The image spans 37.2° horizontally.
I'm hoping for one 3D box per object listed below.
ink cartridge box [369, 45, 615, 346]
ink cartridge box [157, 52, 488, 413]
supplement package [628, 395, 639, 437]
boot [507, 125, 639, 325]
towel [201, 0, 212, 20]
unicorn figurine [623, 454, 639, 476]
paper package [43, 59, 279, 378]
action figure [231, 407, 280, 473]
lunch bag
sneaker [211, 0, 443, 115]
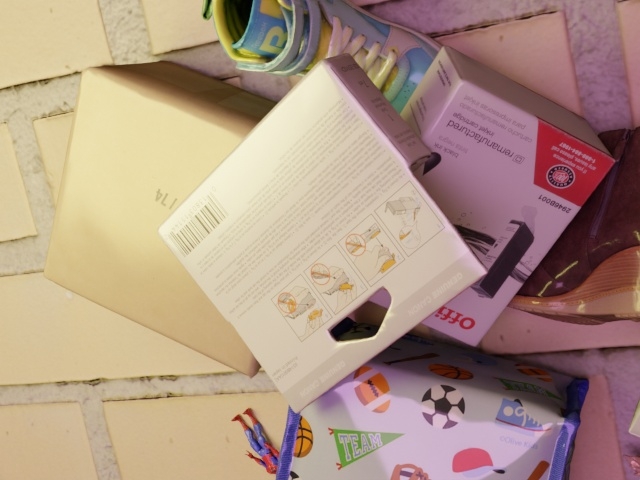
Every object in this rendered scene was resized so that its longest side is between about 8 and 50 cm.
[{"bbox_3d":[0.154,-0.042,1.052,0.197,0.114,0.272,24,117,-16],"label":"ink cartridge box"},{"bbox_3d":[0.000,0.000,0.997,0.296,0.066,0.261,-41,84,32],"label":"ink cartridge box"},{"bbox_3d":[0.442,0.087,0.903,0.204,0.261,0.145,21,146,18],"label":"supplement package"},{"bbox_3d":[0.302,-0.014,1.053,0.248,0.090,0.206,-6,71,59],"label":"boot"},{"bbox_3d":[-0.121,-0.322,1.127,0.023,0.152,0.113,8,110,-7],"label":"towel"},{"bbox_3d":[0.440,0.258,1.083,0.162,0.060,0.111,-23,94,43],"label":"unicorn figurine"},{"bbox_3d":[-0.151,-0.038,1.198,0.325,0.168,0.309,23,111,16],"label":"paper package"},{"bbox_3d":[-0.082,0.291,1.329,0.038,0.030,0.115,-35,90,22],"label":"action figure"},{"bbox_3d":[0.119,0.321,1.136,0.328,0.239,0.385,12,100,20],"label":"lunch bag"},{"bbox_3d":[0.013,-0.203,1.061,0.319,0.208,0.127,31,113,12],"label":"sneaker"}]
